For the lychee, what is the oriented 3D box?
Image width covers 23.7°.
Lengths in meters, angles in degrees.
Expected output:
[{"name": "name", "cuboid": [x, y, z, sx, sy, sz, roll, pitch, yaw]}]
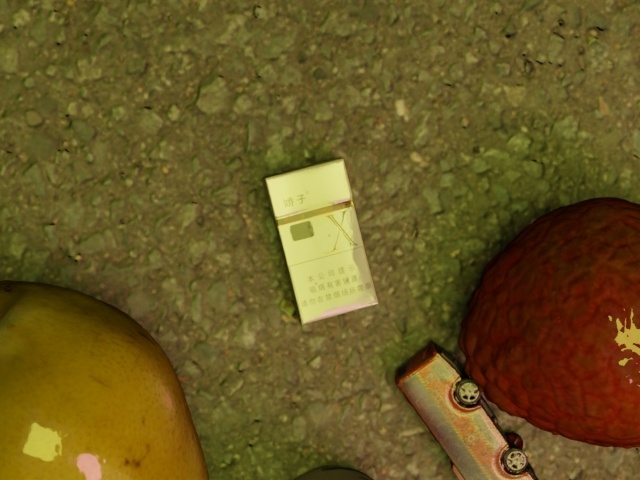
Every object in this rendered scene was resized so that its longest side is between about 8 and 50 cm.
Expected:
[{"name": "lychee", "cuboid": [0.290, 0.082, 1.501, 0.300, 0.255, 0.255, -27, 97, 19]}]

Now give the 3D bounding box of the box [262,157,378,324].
[{"name": "box", "cuboid": [0.000, 0.000, 1.557, 0.084, 0.040, 0.154, -15, 97, -5]}]

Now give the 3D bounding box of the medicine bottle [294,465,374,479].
[{"name": "medicine bottle", "cuboid": [0.028, 0.307, 1.483, 0.139, 0.237, 0.139, 0, 92, -9]}]

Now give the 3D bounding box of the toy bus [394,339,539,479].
[{"name": "toy bus", "cuboid": [0.154, 0.196, 1.581, 0.077, 0.065, 0.192, -34, 97, 7]}]

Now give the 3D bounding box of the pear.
[{"name": "pear", "cuboid": [-0.232, 0.190, 1.427, 0.336, 0.285, 0.285, 23, 90, -23]}]
